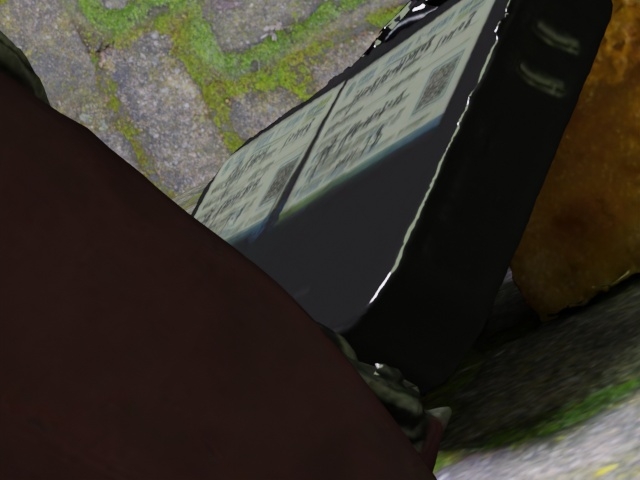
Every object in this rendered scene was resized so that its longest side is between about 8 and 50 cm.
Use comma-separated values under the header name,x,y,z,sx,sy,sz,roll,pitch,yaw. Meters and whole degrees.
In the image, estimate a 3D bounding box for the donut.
name,x,y,z,sx,sy,sz,roll,pitch,yaw
donut,0.191,-0.085,0.857,0.259,0.152,0.101,-26,6,5

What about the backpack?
name,x,y,z,sx,sy,sz,roll,pitch,yaw
backpack,-0.117,0.065,0.517,0.197,0.283,0.317,-55,9,-20

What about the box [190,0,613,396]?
name,x,y,z,sx,sy,sz,roll,pitch,yaw
box,0.000,0.000,0.843,0.350,0.058,0.211,-28,31,60

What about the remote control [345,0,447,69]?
name,x,y,z,sx,sy,sz,roll,pitch,yaw
remote control,0.057,-0.101,1.032,0.144,0.062,0.399,-45,1,-19
